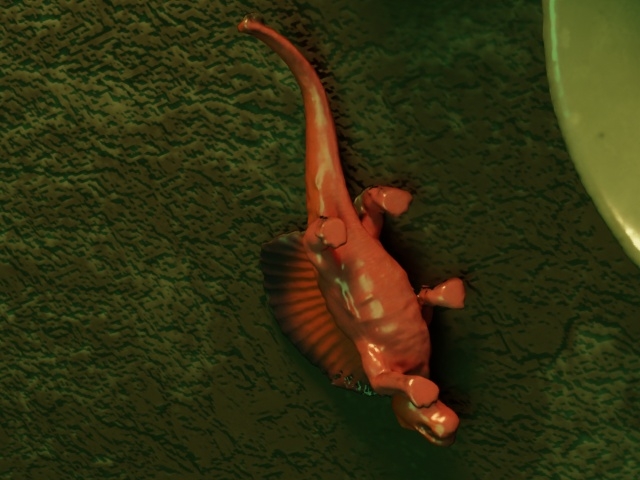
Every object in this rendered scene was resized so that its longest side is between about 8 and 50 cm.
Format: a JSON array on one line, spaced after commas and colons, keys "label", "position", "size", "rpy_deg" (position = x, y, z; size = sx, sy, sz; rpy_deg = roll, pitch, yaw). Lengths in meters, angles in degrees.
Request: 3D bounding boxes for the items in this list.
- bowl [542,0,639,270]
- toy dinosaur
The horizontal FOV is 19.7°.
[{"label": "bowl", "position": [0.248, -0.101, 0.821], "size": [0.289, 0.146, 0.289], "rpy_deg": [21, 118, 49]}, {"label": "toy dinosaur", "position": [-0.002, 0.004, 1.112], "size": [0.139, 0.070, 0.286], "rpy_deg": [-17, 104, 58]}]
